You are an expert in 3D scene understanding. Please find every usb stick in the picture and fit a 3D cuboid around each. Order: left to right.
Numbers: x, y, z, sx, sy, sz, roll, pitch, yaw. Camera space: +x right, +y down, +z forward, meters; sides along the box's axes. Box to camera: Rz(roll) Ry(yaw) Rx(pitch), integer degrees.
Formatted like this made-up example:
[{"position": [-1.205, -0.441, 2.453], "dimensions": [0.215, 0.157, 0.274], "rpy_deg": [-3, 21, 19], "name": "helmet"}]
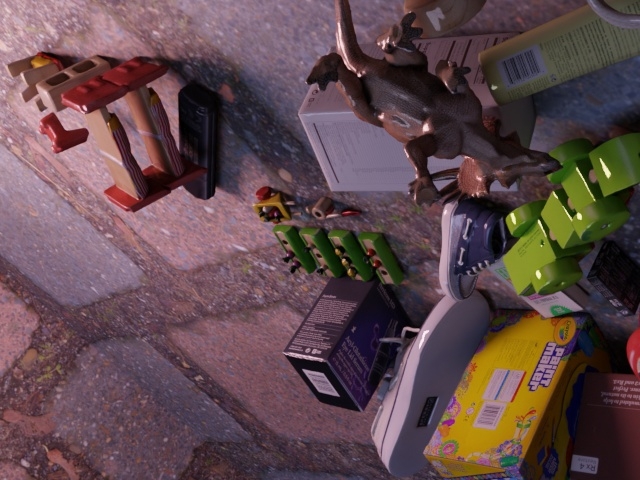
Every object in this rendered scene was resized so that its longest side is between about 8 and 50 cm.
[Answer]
[{"position": [-0.212, -0.163, 1.552], "dimensions": [0.077, 0.045, 0.278], "rpy_deg": [37, 152, 13], "name": "usb stick"}]

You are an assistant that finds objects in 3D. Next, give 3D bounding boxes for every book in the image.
[{"position": [0.321, 0.059, 1.355], "dimensions": [0.144, 0.035, 0.096], "rpy_deg": [38, 155, -10], "name": "book"}]

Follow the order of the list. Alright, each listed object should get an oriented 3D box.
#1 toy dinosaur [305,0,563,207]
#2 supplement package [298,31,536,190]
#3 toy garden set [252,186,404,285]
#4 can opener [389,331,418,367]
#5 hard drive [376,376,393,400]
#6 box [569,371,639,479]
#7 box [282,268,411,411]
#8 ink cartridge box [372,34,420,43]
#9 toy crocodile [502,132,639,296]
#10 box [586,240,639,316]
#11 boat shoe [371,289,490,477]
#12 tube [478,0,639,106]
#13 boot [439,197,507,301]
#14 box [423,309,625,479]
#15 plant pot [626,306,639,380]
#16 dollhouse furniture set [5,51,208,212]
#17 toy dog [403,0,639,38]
[{"position": [0.098, -0.135, 0.927], "dimensions": [0.295, 0.127, 0.200], "rpy_deg": [45, -170, 10], "name": "toy dinosaur"}, {"position": [0.122, -0.151, 1.087], "dimensions": [0.244, 0.134, 0.139], "rpy_deg": [2, 139, 25], "name": "supplement package"}, {"position": [0.000, 0.000, 1.565], "dimensions": [0.244, 0.049, 0.204], "rpy_deg": [5, 137, 41], "name": "toy garden set"}, {"position": [0.145, 0.216, 1.751], "dimensions": [0.095, 0.076, 0.283], "rpy_deg": [15, 166, -39], "name": "can opener"}, {"position": [0.291, 0.359, 1.720], "dimensions": [0.353, 0.047, 0.233], "rpy_deg": [25, 178, 17], "name": "hard drive"}, {"position": [0.501, 0.303, 1.325], "dimensions": [0.168, 0.167, 0.203], "rpy_deg": [-3, 157, 46], "name": "box"}, {"position": [0.052, 0.177, 1.622], "dimensions": [0.108, 0.207, 0.153], "rpy_deg": [5, 140, 41], "name": "box"}, {"position": [0.109, -0.211, 1.167], "dimensions": [0.063, 0.029, 0.115], "rpy_deg": [13, 146, 31], "name": "ink cartridge box"}, {"position": [0.325, -0.027, 1.143], "dimensions": [0.340, 0.105, 0.115], "rpy_deg": [110, 144, -56], "name": "toy crocodile"}, {"position": [0.404, 0.052, 1.217], "dimensions": [0.083, 0.067, 0.018], "rpy_deg": [42, 151, -15], "name": "box"}, {"position": [0.170, 0.219, 1.562], "dimensions": [0.156, 0.135, 0.367], "rpy_deg": [48, 129, 52], "name": "boat shoe"}, {"position": [0.281, -0.206, 0.899], "dimensions": [0.240, 0.062, 0.070], "rpy_deg": [-21, 168, 20], "name": "tube"}, {"position": [0.228, 0.027, 1.326], "dimensions": [0.086, 0.069, 0.190], "rpy_deg": [27, 142, 37], "name": "boot"}, {"position": [0.354, 0.310, 1.425], "dimensions": [0.177, 0.290, 0.279], "rpy_deg": [-2, 136, 46], "name": "box"}, {"position": [0.488, 0.108, 1.110], "dimensions": [0.191, 0.174, 0.191], "rpy_deg": [23, 148, 16], "name": "plant pot"}, {"position": [-0.375, -0.213, 1.548], "dimensions": [0.374, 0.152, 0.201], "rpy_deg": [28, 144, 48], "name": "dollhouse furniture set"}, {"position": [0.185, -0.322, 0.844], "dimensions": [0.333, 0.161, 0.220], "rpy_deg": [2, 137, 22], "name": "toy dog"}]
